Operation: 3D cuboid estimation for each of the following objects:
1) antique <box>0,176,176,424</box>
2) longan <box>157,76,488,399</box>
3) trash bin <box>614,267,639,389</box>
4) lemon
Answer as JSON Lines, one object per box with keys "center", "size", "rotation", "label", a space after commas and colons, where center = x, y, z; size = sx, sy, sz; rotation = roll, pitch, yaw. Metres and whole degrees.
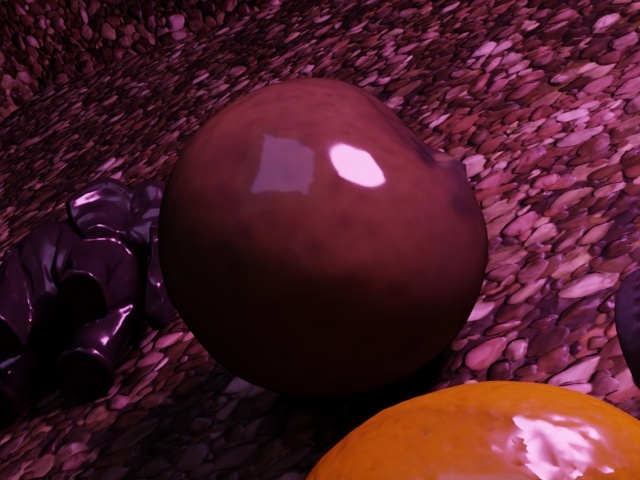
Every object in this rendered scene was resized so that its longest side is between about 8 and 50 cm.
{"center": [-0.289, 0.059, 1.673], "size": [0.322, 0.185, 0.255], "rotation": [-22, 23, 27], "label": "antique"}
{"center": [0.000, 0.000, 1.285], "size": [0.319, 0.319, 0.319], "rotation": [-25, 21, 10], "label": "longan"}
{"center": [0.305, 0.055, 0.987], "size": [0.161, 0.175, 0.175], "rotation": [-27, 19, 35], "label": "trash bin"}
{"center": [0.101, 0.197, 0.805], "size": [0.263, 0.236, 0.236], "rotation": [8, 34, 16], "label": "lemon"}
